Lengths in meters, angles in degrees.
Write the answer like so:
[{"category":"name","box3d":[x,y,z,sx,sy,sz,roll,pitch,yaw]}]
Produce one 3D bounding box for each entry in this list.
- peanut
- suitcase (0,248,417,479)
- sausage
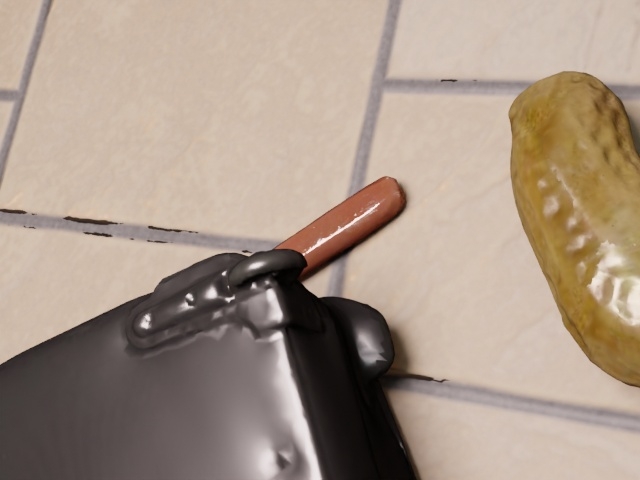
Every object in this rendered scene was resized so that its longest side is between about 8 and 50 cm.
[{"category":"peanut","box3d":[0.185,-0.012,0.633,0.108,0.095,0.226,-20,62,1]},{"category":"suitcase","box3d":[-0.088,0.215,0.633,0.339,0.188,0.345,-24,68,15]},{"category":"sausage","box3d":[0.000,0.000,0.747,0.147,0.030,0.035,-35,62,11]}]
